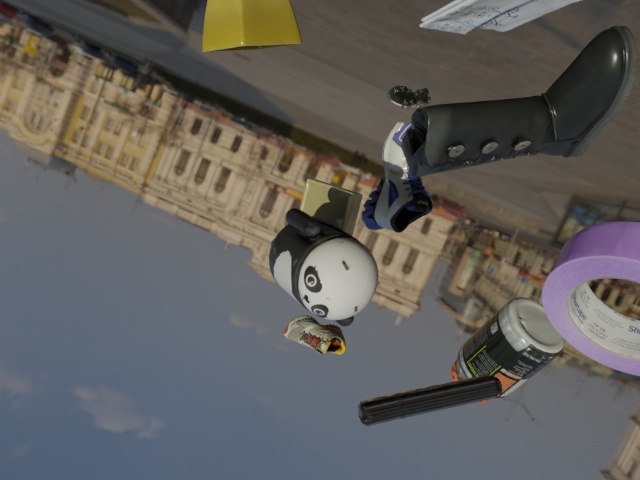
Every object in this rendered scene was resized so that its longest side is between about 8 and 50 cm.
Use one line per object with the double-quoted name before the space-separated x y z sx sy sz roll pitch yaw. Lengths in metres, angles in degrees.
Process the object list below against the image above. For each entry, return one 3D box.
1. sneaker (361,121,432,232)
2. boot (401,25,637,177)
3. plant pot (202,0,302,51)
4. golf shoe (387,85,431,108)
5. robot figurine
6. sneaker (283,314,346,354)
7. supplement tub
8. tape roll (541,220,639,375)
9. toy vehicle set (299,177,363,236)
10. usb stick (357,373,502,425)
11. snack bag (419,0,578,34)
"sneaker" 0.247 -0.155 1.795 0.127 0.316 0.182 13 -171 -40
"boot" 0.428 -0.302 1.449 0.444 0.367 0.146 -5 -127 -7
"plant pot" -0.202 -0.637 1.808 0.212 0.187 0.212 -17 -161 -38
"golf shoe" 0.297 -0.493 2.268 0.198 0.077 0.093 -3 171 -38
"robot figurine" -0.003 0.053 1.299 0.209 0.174 0.278 25 -176 -31
"sneaker" -0.011 0.297 1.991 0.225 0.088 0.093 15 -155 -30
"supplement tub" 0.558 0.345 1.964 0.207 0.338 0.207 18 -137 -18
"tape roll" 0.513 0.101 1.057 0.274 0.090 0.275 26 145 20
"toy vehicle set" 0.000 0.000 1.513 0.035 0.267 0.166 6 -167 -41
"usb stick" 0.207 0.304 1.235 0.277 0.045 0.077 -11 176 -5
"snack bag" 0.510 -0.652 1.836 0.342 0.037 0.323 -5 180 -29
